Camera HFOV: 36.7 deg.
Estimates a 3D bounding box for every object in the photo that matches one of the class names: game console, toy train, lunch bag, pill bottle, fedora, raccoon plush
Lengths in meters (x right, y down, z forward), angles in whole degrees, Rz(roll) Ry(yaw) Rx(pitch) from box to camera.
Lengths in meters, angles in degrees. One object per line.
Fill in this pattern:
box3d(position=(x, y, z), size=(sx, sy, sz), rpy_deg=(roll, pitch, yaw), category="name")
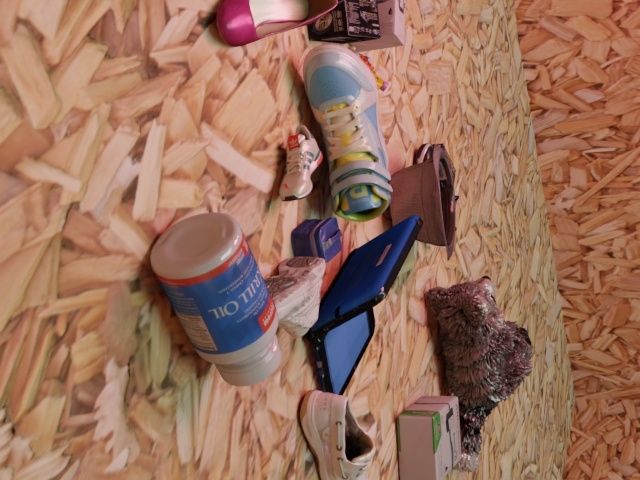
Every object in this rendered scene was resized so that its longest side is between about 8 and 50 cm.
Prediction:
box3d(position=(0.098, 0.129, 1.736), size=(0.173, 0.250, 0.293), rpy_deg=(51, 34, -12), category="game console")
box3d(position=(0.062, -0.324, 1.846), size=(0.125, 0.046, 0.166), rpy_deg=(49, 24, 19), category="toy train")
box3d(position=(0.000, 0.000, 1.642), size=(0.098, 0.065, 0.067), rpy_deg=(-43, 126, -60), category="lunch bag")
box3d(position=(-0.126, 0.083, 1.265), size=(0.124, 0.124, 0.222), rpy_deg=(-68, 146, -45), category="pill bottle")
box3d(position=(0.216, -0.079, 2.078), size=(0.275, 0.124, 0.244), rpy_deg=(-69, 150, -59), category="fedora")
box3d(position=(0.359, 0.309, 2.285), size=(0.299, 0.216, 0.447), rpy_deg=(34, 56, -52), category="raccoon plush")

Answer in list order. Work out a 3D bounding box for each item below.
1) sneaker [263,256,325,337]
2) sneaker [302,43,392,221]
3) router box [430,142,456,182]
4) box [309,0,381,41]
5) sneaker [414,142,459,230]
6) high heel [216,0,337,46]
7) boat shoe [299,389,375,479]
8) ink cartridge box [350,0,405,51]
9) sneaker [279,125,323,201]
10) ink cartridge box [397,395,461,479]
box3d(position=(-0.045, 0.105, 1.502), size=(0.232, 0.090, 0.115), rpy_deg=(-34, 122, -62), category="sneaker")
box3d(position=(0.054, -0.168, 1.669), size=(0.208, 0.127, 0.319), rpy_deg=(-90, 161, -47), category="sneaker")
box3d(position=(0.300, -0.169, 2.393), size=(0.122, 0.038, 0.092), rpy_deg=(55, 39, -51), category="router box")
box3d(position=(0.041, -0.444, 1.779), size=(0.180, 0.077, 0.148), rpy_deg=(-24, 109, -66), category="box")
box3d(position=(0.280, -0.113, 2.265), size=(0.084, 0.097, 0.235), rpy_deg=(-13, 99, -67), category="sneaker")
box3d(position=(-0.065, -0.347, 1.472), size=(0.244, 0.117, 0.082), rpy_deg=(-33, 117, -64), category="high heel")
box3d(position=(0.049, 0.369, 1.668), size=(0.098, 0.096, 0.277), rpy_deg=(-70, 148, -43), category="boat shoe")
box3d(position=(0.112, -0.475, 1.916), size=(0.060, 0.104, 0.180), rpy_deg=(27, 62, -62), category="ink cartridge box")
box3d(position=(-0.042, -0.129, 1.582), size=(0.161, 0.057, 0.075), rpy_deg=(-69, 144, -51), category="sneaker")
box3d(position=(0.241, 0.434, 2.116), size=(0.208, 0.086, 0.153), rpy_deg=(-11, 98, -67), category="ink cartridge box")
